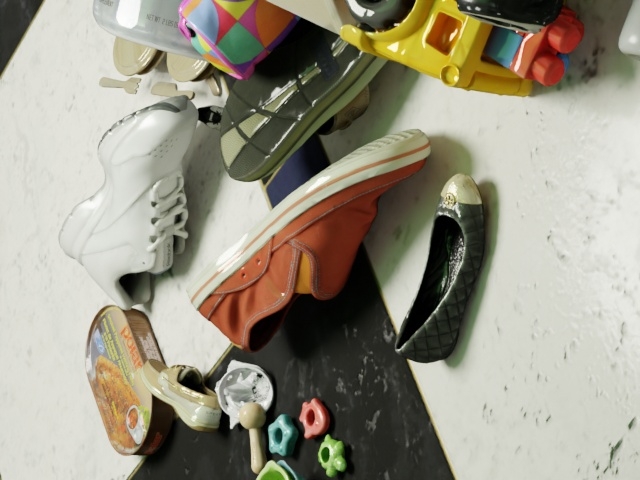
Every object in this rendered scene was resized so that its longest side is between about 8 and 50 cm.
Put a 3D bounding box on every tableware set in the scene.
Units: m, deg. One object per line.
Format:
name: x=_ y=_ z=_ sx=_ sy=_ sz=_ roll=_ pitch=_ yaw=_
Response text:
tableware set: x=-0.164 y=-0.216 z=2.147 sx=0.194 sy=0.039 sz=0.128 roll=13 pitch=84 yaw=50

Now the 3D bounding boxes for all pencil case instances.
pencil case: x=-0.037 y=-0.266 z=1.840 sx=0.236 sy=0.104 sz=0.104 roll=-51 pitch=37 yaw=-5

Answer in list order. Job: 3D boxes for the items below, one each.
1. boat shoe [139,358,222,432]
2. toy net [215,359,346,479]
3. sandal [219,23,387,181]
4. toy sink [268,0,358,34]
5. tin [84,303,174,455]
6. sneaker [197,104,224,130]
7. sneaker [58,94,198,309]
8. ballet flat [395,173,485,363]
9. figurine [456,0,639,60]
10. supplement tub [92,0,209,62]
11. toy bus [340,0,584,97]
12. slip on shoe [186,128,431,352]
boat shoe: x=-0.143 y=0.156 z=2.044 sx=0.135 sy=0.050 sz=0.045 roll=35 pitch=108 yaw=43
toy net: x=-0.054 y=0.182 z=1.907 sx=0.232 sy=0.045 sz=0.122 roll=54 pitch=127 yaw=45
sandal: x=0.014 y=-0.151 z=1.844 sx=0.303 sy=0.086 sz=0.120 roll=-38 pitch=47 yaw=28
toy sink: x=-0.011 y=-0.301 z=1.673 sx=0.131 sy=0.234 sz=0.153 roll=27 pitch=84 yaw=13
tin: x=-0.213 y=0.155 z=2.153 sx=0.106 sy=0.040 sz=0.190 roll=-59 pitch=41 yaw=37
sneaker: x=-0.103 y=-0.126 z=2.041 sx=0.083 sy=0.037 sz=0.032 roll=13 pitch=93 yaw=54
sneaker: x=-0.185 y=-0.043 z=2.098 sx=0.129 sy=0.111 sz=0.297 roll=52 pitch=141 yaw=21
ballet flat: x=0.107 y=0.026 z=1.696 sx=0.057 sy=0.049 sz=0.173 roll=20 pitch=101 yaw=54
figurine: x=0.233 y=-0.250 z=1.475 sx=0.215 sy=0.092 sz=0.209 roll=17 pitch=95 yaw=17
supplement tub: x=-0.107 y=-0.348 z=1.949 sx=0.193 sy=0.193 sz=0.316 roll=29 pitch=108 yaw=54
toy bus: x=0.149 y=-0.225 z=1.614 sx=0.211 sy=0.149 sz=0.220 roll=34 pitch=110 yaw=38
slip on shoe: x=0.000 y=0.000 z=1.824 sx=0.101 sy=0.123 sz=0.331 roll=53 pitch=128 yaw=5
